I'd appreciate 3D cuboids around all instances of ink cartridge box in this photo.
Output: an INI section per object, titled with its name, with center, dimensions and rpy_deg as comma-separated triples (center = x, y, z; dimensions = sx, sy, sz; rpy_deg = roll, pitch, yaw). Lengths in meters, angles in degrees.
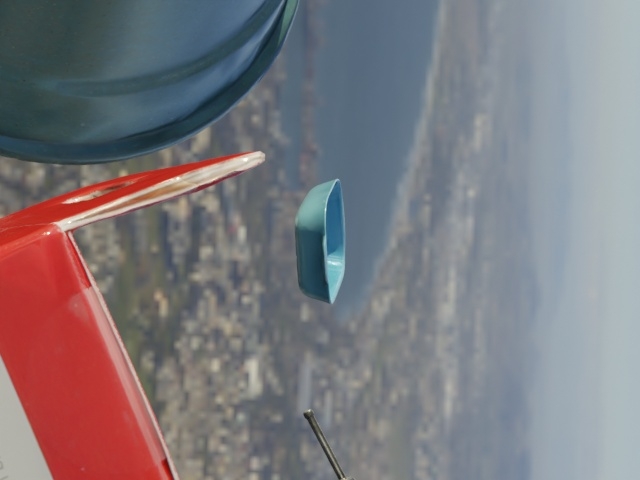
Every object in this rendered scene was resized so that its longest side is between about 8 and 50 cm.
[ink cartridge box]
center = -0.119, 0.057, 0.402
dimensions = 0.078, 0.231, 0.134
rpy_deg = 69, -19, -7

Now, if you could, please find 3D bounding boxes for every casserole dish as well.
[casserole dish]
center = 0.000, 0.000, 1.876
dimensions = 0.188, 0.037, 0.114
rpy_deg = -68, 155, -75

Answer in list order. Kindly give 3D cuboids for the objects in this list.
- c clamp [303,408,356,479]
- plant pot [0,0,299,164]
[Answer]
[c clamp]
center = -0.018, 0.194, 1.117
dimensions = 0.161, 0.022, 0.137
rpy_deg = -26, 78, -49
[plant pot]
center = -0.132, -0.257, 1.030
dimensions = 0.334, 0.341, 0.341
rpy_deg = 133, -36, -67
